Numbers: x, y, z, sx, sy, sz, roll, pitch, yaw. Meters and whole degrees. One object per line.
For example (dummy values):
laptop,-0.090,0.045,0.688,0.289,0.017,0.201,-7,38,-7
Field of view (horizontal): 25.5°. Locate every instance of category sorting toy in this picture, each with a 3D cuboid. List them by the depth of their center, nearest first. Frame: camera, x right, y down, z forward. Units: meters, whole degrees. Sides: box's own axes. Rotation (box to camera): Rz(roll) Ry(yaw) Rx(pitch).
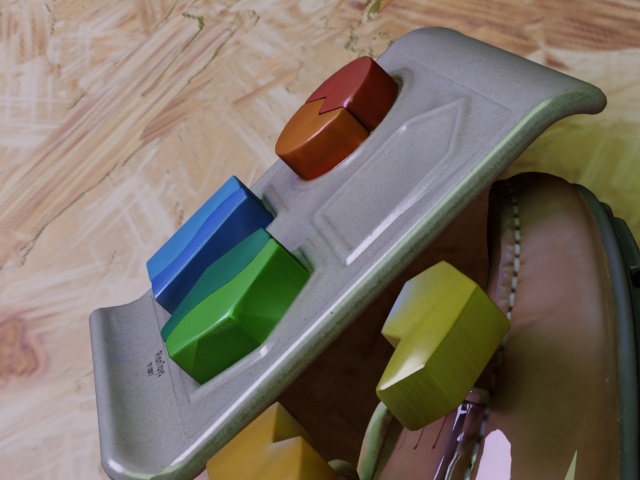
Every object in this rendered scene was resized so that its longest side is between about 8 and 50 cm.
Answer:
sorting toy,0.000,0.000,0.553,0.229,0.041,0.307,-41,18,1

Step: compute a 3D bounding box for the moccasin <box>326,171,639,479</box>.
moccasin,0.040,0.138,0.474,0.147,0.139,0.380,4,61,16
